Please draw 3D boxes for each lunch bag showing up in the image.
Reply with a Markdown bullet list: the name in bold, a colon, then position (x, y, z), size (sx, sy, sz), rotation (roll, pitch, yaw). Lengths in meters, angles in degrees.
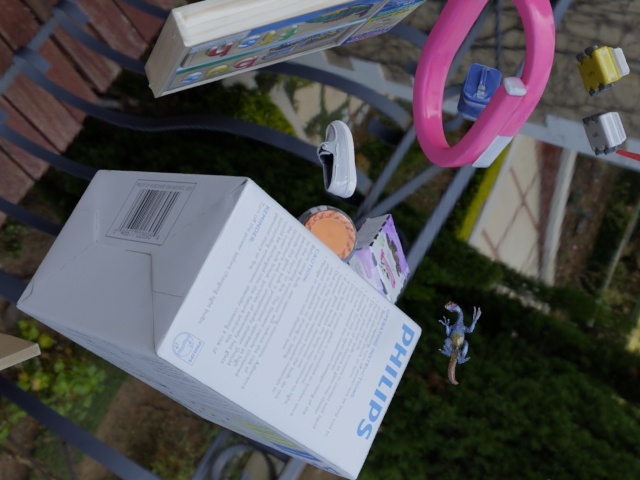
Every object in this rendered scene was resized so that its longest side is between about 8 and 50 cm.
- **lunch bag**: position (0.303, -0.287, 1.622), size (0.065, 0.067, 0.099), rotation (104, 3, -61)

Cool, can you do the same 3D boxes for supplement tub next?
- **supplement tub**: position (0.000, 0.000, 1.531), size (0.117, 0.117, 0.190), rotation (-63, -174, -8)

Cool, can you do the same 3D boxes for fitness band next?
- **fitness band**: position (0.200, -0.220, 1.116), size (0.054, 0.209, 0.291), rotation (-2, 150, -23)

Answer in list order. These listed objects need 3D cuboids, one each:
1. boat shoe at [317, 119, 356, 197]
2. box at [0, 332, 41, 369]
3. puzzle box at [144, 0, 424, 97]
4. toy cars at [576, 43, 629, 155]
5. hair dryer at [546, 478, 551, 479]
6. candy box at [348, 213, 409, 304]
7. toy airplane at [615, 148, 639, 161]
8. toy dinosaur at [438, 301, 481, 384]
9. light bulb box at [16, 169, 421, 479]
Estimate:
- **boat shoe**: position (0.025, -0.168, 1.721), size (0.063, 0.066, 0.184), rotation (11, 60, -27)
- **box**: position (-0.588, 0.204, 1.412), size (0.201, 0.164, 0.021), rotation (-21, 107, -41)
- **puzzle box**: position (-0.037, -0.309, 1.220), size (0.408, 0.272, 0.052), rotation (-20, 92, -19)
- **toy cars**: position (0.673, -0.329, 2.007), size (0.087, 0.177, 0.394), rotation (-20, 140, 6)
- **hair dryer**: position (0.282, 0.479, 1.404), size (0.293, 0.080, 0.224), rotation (-22, 91, -11)
- **candy box**: position (0.137, 0.053, 2.025), size (0.165, 0.070, 0.196), rotation (70, 25, -18)
- **toy airplane**: position (0.701, -0.172, 1.803), size (0.151, 0.151, 0.028), rotation (-12, 124, -55)
- **toy dinosaur**: position (0.167, 0.120, 1.090), size (0.082, 0.047, 0.090), rotation (-72, 178, -60)
- **light bulb box**: position (-0.129, 0.102, 1.121), size (0.361, 0.357, 0.225), rotation (41, 68, -38)
